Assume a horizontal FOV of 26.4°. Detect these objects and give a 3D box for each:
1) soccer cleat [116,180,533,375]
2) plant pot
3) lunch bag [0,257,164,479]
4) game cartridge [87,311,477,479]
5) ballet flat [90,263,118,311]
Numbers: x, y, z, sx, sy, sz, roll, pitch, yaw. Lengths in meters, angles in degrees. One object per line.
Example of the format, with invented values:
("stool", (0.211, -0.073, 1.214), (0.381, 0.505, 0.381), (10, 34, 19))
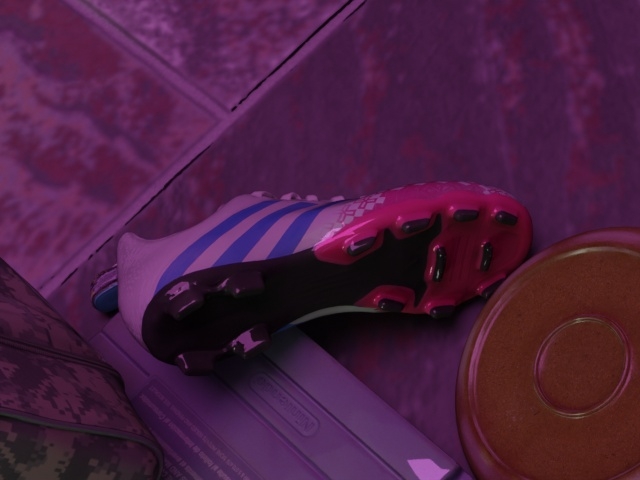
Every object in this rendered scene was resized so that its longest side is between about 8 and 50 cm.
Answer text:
("soccer cleat", (0.000, 0.000, 1.058), (0.331, 0.116, 0.143), (-13, 37, -19))
("plant pot", (0.191, 0.093, 0.976), (0.236, 0.032, 0.236), (-20, 56, 32))
("lunch bag", (-0.300, 0.166, 1.004), (0.305, 0.212, 0.256), (-55, 44, 15))
("game cartridge", (-0.063, 0.178, 1.044), (0.230, 0.068, 0.355), (-46, 56, -7))
("ballet flat", (-0.149, 0.022, 1.184), (0.114, 0.041, 0.041), (-26, 54, 1))
